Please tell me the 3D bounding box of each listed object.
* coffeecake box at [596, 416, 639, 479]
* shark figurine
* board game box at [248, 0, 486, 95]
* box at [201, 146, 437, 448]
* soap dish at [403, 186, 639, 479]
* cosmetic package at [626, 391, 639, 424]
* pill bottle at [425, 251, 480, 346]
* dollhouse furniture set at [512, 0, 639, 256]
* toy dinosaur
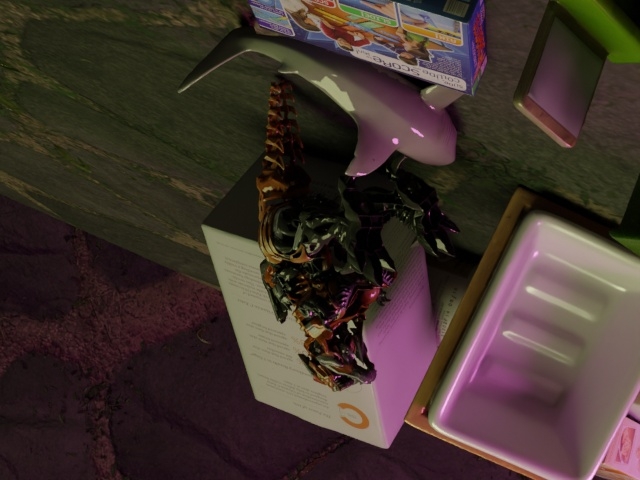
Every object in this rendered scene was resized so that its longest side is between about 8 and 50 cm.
[{"bbox_3d":[0.359,0.260,1.465,0.185,0.068,0.142,29,167,-40],"label":"coffeecake box"},{"bbox_3d":[0.019,-0.120,1.060,0.278,0.116,0.166,24,167,-14],"label":"shark figurine"},{"bbox_3d":[0.033,-0.185,0.921,0.201,0.035,0.136,20,168,14],"label":"board game box"},{"bbox_3d":[0.012,0.076,1.488,0.215,0.168,0.345,17,140,27],"label":"box"},{"bbox_3d":[0.251,0.112,1.289,0.228,0.291,0.118,24,-172,-8],"label":"soap dish"},{"bbox_3d":[0.429,0.163,1.453,0.385,0.156,0.217,12,164,40],"label":"cosmetic package"},{"bbox_3d":[0.122,0.066,1.647,0.229,0.131,0.131,19,168,19],"label":"pill bottle"},{"bbox_3d":[0.277,-0.080,0.634,0.197,0.151,0.301,32,165,-38],"label":"dollhouse furniture set"},{"bbox_3d":[0.000,0.000,1.212,0.218,0.164,0.322,-13,116,43],"label":"toy dinosaur"}]
